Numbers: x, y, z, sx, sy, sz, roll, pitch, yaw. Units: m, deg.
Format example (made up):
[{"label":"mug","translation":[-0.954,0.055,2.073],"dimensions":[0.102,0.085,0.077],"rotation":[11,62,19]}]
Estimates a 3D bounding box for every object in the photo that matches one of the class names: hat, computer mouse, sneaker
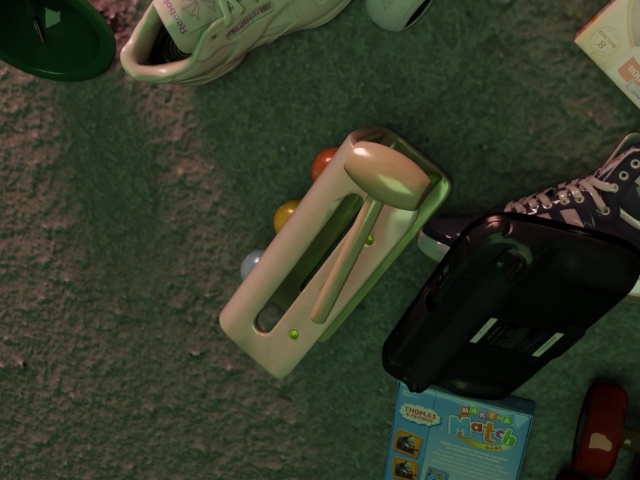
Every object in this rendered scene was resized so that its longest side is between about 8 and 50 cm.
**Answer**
[{"label":"hat","translation":[-0.327,-0.324,0.903],"dimensions":[0.173,0.183,0.208],"rotation":[-15,145,32]},{"label":"computer mouse","translation":[0.110,-0.288,0.739],"dimensions":[0.106,0.042,0.193],"rotation":[39,118,3]},{"label":"sneaker","translation":[0.242,-0.034,0.752],"dimensions":[0.282,0.099,0.153],"rotation":[8,113,14]},{"label":"sneaker","translation":[-0.075,-0.243,0.765],"dimensions":[0.305,0.152,0.114],"rotation":[-31,94,26]}]

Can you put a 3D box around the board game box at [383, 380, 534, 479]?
[{"label":"board game box","translation":[0.162,0.274,0.929],"dimensions":[0.160,0.039,0.211],"rotation":[13,114,16]}]

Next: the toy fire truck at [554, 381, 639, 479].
[{"label":"toy fire truck","translation":[0.325,0.306,0.757],"dimensions":[0.170,0.254,0.302],"rotation":[16,114,15]}]

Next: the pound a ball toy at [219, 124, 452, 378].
[{"label":"pound a ball toy","translation":[0.000,0.000,0.793],"dimensions":[0.136,0.208,0.319],"rotation":[42,119,10]}]

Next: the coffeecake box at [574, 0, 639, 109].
[{"label":"coffeecake box","translation":[0.346,-0.197,0.669],"dimensions":[0.142,0.068,0.185],"rotation":[45,118,-1]}]

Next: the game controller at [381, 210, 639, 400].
[{"label":"game controller","translation":[0.177,0.080,0.759],"dimensions":[0.167,0.067,0.319],"rotation":[6,147,-12]}]
